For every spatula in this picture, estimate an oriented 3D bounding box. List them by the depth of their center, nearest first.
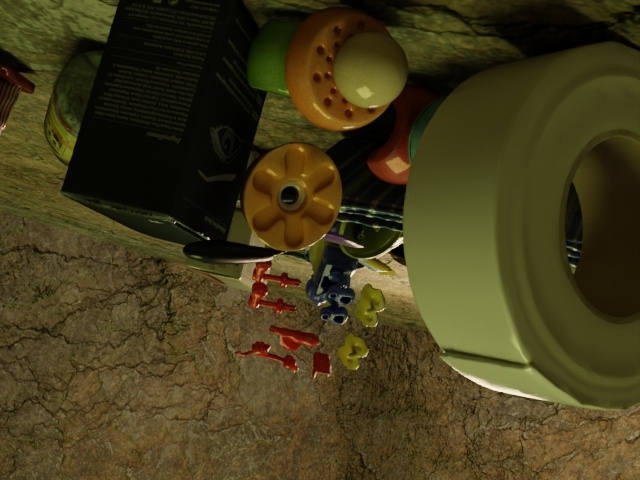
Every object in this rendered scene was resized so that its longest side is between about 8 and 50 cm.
[{"bbox_3d":[-0.044,0.003,0.858,0.084,0.030,0.296,14,-168,25],"label":"spatula"}]

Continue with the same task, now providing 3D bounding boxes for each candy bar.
[{"bbox_3d":[0.066,0.028,1.437,0.040,0.018,0.161,0,160,46],"label":"candy bar"}]

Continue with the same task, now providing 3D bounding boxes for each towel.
[{"bbox_3d":[0.138,-0.050,0.940,0.335,0.040,0.243,11,-156,18],"label":"towel"}]

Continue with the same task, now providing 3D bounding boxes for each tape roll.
[{"bbox_3d":[0.204,-0.009,0.689,0.286,0.286,0.100,19,169,-34],"label":"tape roll"}]

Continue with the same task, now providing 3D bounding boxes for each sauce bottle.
[{"bbox_3d":[-0.298,-0.149,1.099,0.111,0.112,0.344,16,169,-19],"label":"sauce bottle"}]

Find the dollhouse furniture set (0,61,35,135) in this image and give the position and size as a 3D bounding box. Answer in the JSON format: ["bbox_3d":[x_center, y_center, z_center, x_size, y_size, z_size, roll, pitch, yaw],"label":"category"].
[{"bbox_3d":[-0.586,-0.179,1.101,0.373,0.201,0.152,17,173,17],"label":"dollhouse furniture set"}]

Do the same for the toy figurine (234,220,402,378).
[{"bbox_3d":[0.000,0.000,1.252,0.191,0.217,0.363,10,128,-8],"label":"toy figurine"}]

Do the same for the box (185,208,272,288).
[{"bbox_3d":[-0.190,0.021,1.878,0.126,0.149,0.232,12,171,11],"label":"box"}]

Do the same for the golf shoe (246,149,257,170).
[{"bbox_3d":[-0.149,-0.112,1.202,0.069,0.086,0.176,7,171,25],"label":"golf shoe"}]

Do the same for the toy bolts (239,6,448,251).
[{"bbox_3d":[0.056,-0.077,0.753,0.228,0.218,0.158,10,-173,-31],"label":"toy bolts"}]

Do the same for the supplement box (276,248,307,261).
[{"bbox_3d":[-0.048,-0.003,1.728,0.056,0.083,0.083,20,169,-36],"label":"supplement box"}]

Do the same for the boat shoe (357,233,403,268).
[{"bbox_3d":[0.092,-0.009,1.453,0.112,0.096,0.335,14,171,-6],"label":"boat shoe"}]

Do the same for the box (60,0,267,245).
[{"bbox_3d":[-0.133,-0.109,0.792,0.108,0.207,0.153,13,171,13],"label":"box"}]

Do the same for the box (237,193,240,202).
[{"bbox_3d":[-0.065,-0.076,1.296,0.178,0.043,0.109,0,180,-33],"label":"box"}]

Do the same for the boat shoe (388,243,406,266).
[{"bbox_3d":[0.218,0.031,1.593,0.206,0.073,0.073,7,171,31],"label":"boat shoe"}]
